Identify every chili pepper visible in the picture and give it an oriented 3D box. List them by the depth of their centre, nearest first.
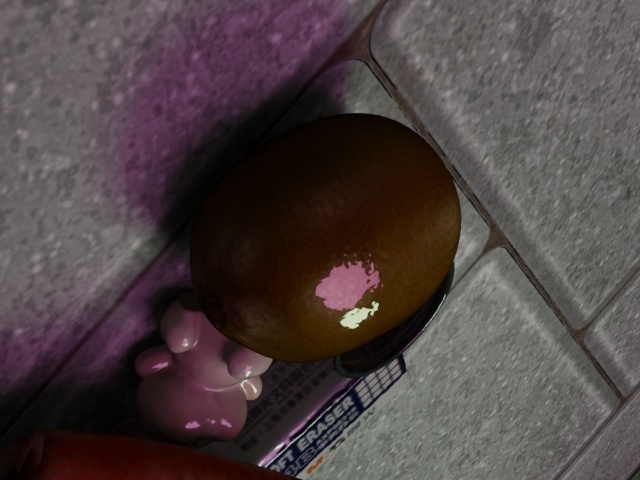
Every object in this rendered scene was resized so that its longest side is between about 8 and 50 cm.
[{"bbox_3d":[-0.135,0.300,0.938,0.229,0.305,0.251,153,-49,-67],"label":"chili pepper"}]

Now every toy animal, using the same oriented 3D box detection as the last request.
[{"bbox_3d":[-0.117,0.152,1.019,0.124,0.124,0.213,-4,124,-50],"label":"toy animal"}]

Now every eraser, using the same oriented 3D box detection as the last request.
[{"bbox_3d":[-0.035,0.202,1.204,0.287,0.086,0.130,-42,150,-11],"label":"eraser"}]

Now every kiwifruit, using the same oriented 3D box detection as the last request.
[{"bbox_3d":[0.000,0.000,0.921,0.234,0.196,0.196,-33,146,-26],"label":"kiwifruit"}]

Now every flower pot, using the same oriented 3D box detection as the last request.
[{"bbox_3d":[0.041,0.045,1.104,0.157,0.107,0.157,-33,147,-25],"label":"flower pot"}]
